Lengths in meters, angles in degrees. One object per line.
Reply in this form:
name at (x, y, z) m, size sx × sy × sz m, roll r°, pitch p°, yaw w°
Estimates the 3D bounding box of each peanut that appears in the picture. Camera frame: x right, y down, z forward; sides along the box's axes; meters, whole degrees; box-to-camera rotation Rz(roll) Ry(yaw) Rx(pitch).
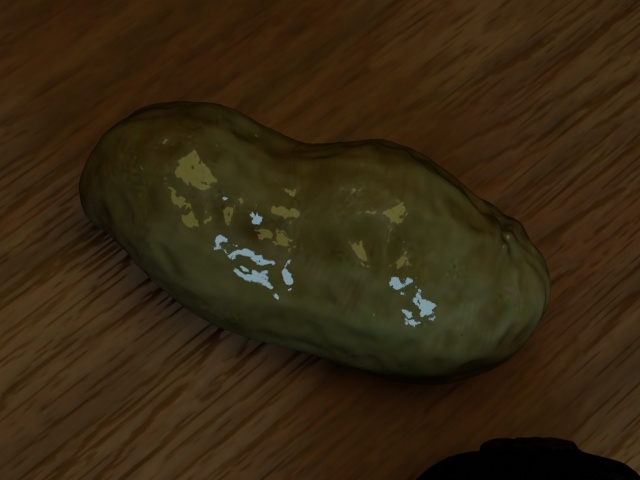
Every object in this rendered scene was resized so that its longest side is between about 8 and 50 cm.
peanut at (0.000, 0.000, 1.446) m, size 0.387 × 0.192 × 0.170 m, roll 16°, pitch 54°, yaw -11°

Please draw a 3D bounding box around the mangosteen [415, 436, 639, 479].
mangosteen at (0.151, 0.265, 1.396) m, size 0.243 × 0.243 × 0.243 m, roll 5°, pitch 70°, yaw -15°
